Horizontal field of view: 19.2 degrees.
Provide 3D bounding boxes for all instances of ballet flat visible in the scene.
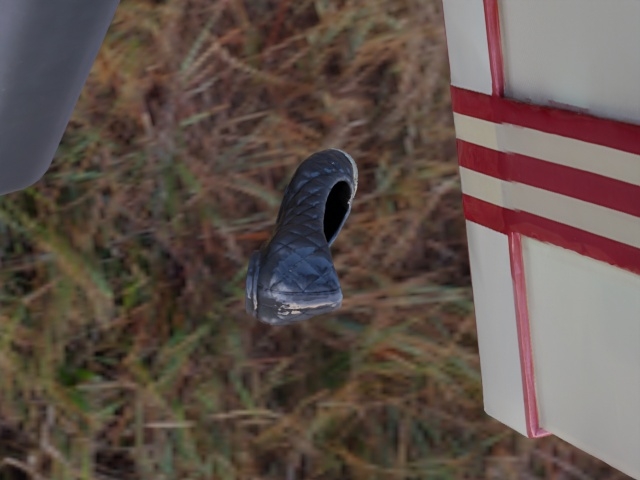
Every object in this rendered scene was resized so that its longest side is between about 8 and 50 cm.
[{"bbox_3d":[0.000,0.000,0.975,0.173,0.049,0.057,-67,162,-63],"label":"ballet flat"}]

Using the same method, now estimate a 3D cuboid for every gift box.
[{"bbox_3d":[0.208,-0.033,0.735,0.276,0.258,0.255,-6,102,-21],"label":"gift box"}]

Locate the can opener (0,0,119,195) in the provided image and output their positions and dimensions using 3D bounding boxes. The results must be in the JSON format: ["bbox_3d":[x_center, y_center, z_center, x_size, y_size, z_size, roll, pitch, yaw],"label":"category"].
[{"bbox_3d":[-0.094,-0.090,0.509,0.093,0.280,0.074,-18,75,-20],"label":"can opener"}]
